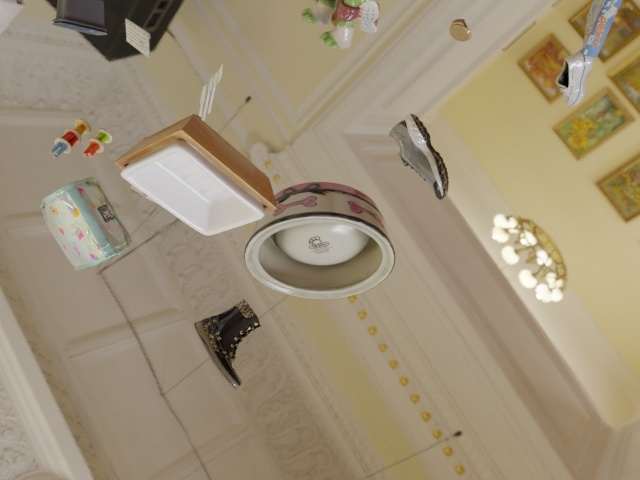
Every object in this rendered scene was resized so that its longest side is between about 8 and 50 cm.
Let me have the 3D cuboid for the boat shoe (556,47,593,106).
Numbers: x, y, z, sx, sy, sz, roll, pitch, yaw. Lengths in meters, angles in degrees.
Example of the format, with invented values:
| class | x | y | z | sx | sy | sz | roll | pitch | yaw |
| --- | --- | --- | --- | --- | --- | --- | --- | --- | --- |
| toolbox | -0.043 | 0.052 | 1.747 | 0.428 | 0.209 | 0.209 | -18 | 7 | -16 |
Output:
| class | x | y | z | sx | sy | sz | roll | pitch | yaw |
| --- | --- | --- | --- | --- | --- | --- | --- | --- | --- |
| boat shoe | 0.723 | -0.468 | 1.634 | 0.226 | 0.076 | 0.083 | 64 | -169 | -60 |

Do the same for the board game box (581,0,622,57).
| class | x | y | z | sx | sy | sz | roll | pitch | yaw |
| --- | --- | --- | --- | --- | --- | --- | --- | --- | --- |
| board game box | 0.620 | -0.520 | 1.214 | 0.035 | 0.201 | 0.136 | 14 | -117 | 12 |

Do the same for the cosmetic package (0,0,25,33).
| class | x | y | z | sx | sy | sz | roll | pitch | yaw |
| --- | --- | --- | --- | --- | --- | --- | --- | --- | --- |
| cosmetic package | -0.953 | -0.677 | 1.622 | 0.085 | 0.231 | 0.117 | -13 | -96 | -51 |

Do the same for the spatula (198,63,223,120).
| class | x | y | z | sx | sy | sz | roll | pitch | yaw |
| --- | --- | --- | --- | --- | --- | --- | --- | --- | --- |
| spatula | -0.416 | -0.527 | 2.098 | 0.019 | 0.242 | 0.168 | 22 | -129 | -4 |

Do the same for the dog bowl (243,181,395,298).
| class | x | y | z | sx | sy | sz | roll | pitch | yaw |
| --- | --- | --- | --- | --- | --- | --- | --- | --- | --- |
| dog bowl | 0.000 | 0.000 | 1.555 | 0.408 | 0.408 | 0.150 | 27 | -133 | -31 |

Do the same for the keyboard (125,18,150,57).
| class | x | y | z | sx | sy | sz | roll | pitch | yaw |
| --- | --- | --- | --- | --- | --- | --- | --- | --- | --- |
| keyboard | -0.580 | -0.642 | 1.779 | 0.014 | 0.072 | 0.256 | -5 | -150 | -32 |

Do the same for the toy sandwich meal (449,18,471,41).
| class | x | y | z | sx | sy | sz | roll | pitch | yaw |
| --- | --- | --- | --- | --- | --- | --- | --- | --- | --- |
| toy sandwich meal | 0.462 | -0.692 | 1.855 | 0.086 | 0.086 | 0.029 | 32 | -103 | -26 |

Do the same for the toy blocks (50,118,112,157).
| class | x | y | z | sx | sy | sz | roll | pitch | yaw |
| --- | --- | --- | --- | --- | --- | --- | --- | --- | --- |
| toy blocks | -0.697 | -0.278 | 1.634 | 0.123 | 0.054 | 0.148 | 23 | -132 | -1 |

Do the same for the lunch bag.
| class | x | y | z | sx | sy | sz | roll | pitch | yaw |
| --- | --- | --- | --- | --- | --- | --- | --- | --- | --- |
| lunch bag | -0.629 | -0.045 | 1.512 | 0.160 | 0.262 | 0.223 | -33 | -78 | -30 |

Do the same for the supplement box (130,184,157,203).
| class | x | y | z | sx | sy | sz | roll | pitch | yaw |
| --- | --- | --- | --- | --- | --- | --- | --- | --- | --- |
| supplement box | -0.505 | -0.165 | 1.898 | 0.114 | 0.111 | 0.220 | 30 | 179 | 40 |

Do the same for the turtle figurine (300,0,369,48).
| class | x | y | z | sx | sy | sz | roll | pitch | yaw |
| --- | --- | --- | --- | --- | --- | --- | --- | --- | --- |
| turtle figurine | 0.027 | -0.522 | 1.089 | 0.198 | 0.266 | 0.274 | 31 | -136 | 3 |

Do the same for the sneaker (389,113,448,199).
| class | x | y | z | sx | sy | sz | roll | pitch | yaw |
| --- | --- | --- | --- | --- | --- | --- | --- | --- | --- |
| sneaker | 0.303 | -0.242 | 1.699 | 0.271 | 0.108 | 0.100 | 62 | -154 | -1 |

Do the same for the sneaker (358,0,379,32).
| class | x | y | z | sx | sy | sz | roll | pitch | yaw |
| --- | --- | --- | --- | --- | --- | --- | --- | --- | --- |
| sneaker | 0.136 | -0.637 | 1.556 | 0.061 | 0.064 | 0.158 | 15 | 174 | 3 |

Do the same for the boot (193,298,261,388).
| class | x | y | z | sx | sy | sz | roll | pitch | yaw |
| --- | --- | --- | --- | --- | --- | --- | --- | --- | --- |
| boot | -0.246 | 0.298 | 1.658 | 0.179 | 0.085 | 0.236 | -29 | -115 | -18 |

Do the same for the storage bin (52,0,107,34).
| class | x | y | z | sx | sy | sz | roll | pitch | yaw |
| --- | --- | --- | --- | --- | --- | --- | --- | --- | --- |
| storage bin | -0.672 | -0.636 | 1.573 | 0.098 | 0.091 | 0.135 | 16 | -168 | 41 |

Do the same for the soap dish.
| class | x | y | z | sx | sy | sz | roll | pitch | yaw |
| --- | --- | --- | --- | --- | --- | --- | --- | --- | --- |
| soap dish | -0.269 | -0.141 | 1.256 | 0.291 | 0.229 | 0.118 | 40 | -132 | -39 |
